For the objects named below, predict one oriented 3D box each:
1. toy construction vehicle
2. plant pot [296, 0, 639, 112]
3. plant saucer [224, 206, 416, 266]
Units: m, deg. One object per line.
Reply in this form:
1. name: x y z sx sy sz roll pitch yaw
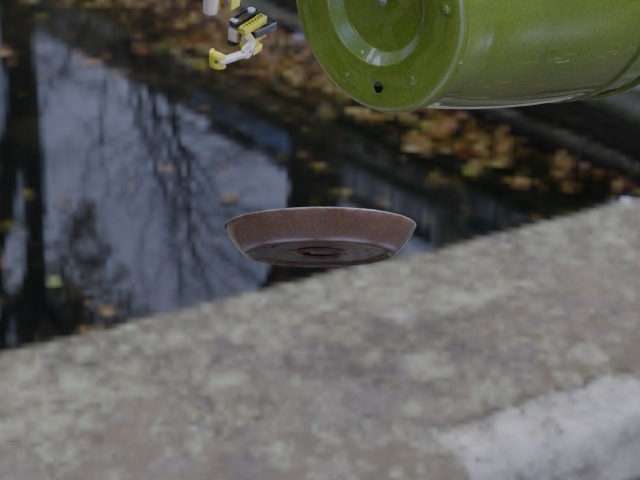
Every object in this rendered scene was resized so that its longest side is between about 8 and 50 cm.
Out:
1. toy construction vehicle: -0.058 -0.193 1.354 0.035 0.086 0.098 27 41 21
2. plant pot: 0.170 -0.293 1.808 0.366 0.366 0.353 21 31 38
3. plant saucer: 0.000 0.000 1.448 0.168 0.029 0.168 -1 -10 0
